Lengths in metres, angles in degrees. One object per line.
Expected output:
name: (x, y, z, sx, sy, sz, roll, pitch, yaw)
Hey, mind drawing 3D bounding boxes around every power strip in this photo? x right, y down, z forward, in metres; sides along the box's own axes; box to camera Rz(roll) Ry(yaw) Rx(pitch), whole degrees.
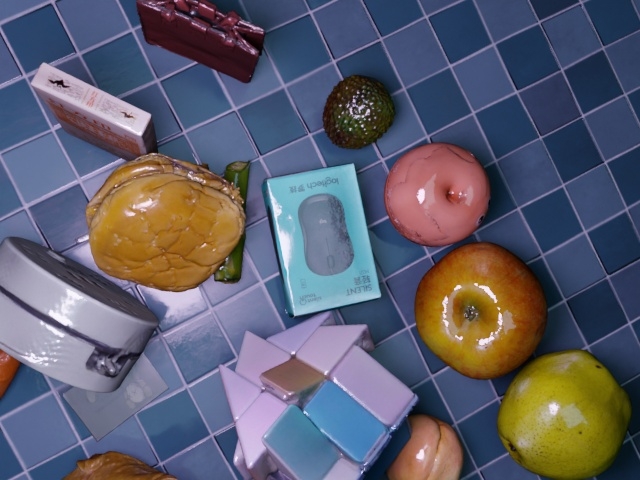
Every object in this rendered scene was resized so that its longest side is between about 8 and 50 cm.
power strip: (-0.482, 0.144, 1.390, 0.357, 0.357, 0.161, 32, 86, -7)

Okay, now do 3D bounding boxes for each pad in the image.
pad: (-0.442, 0.327, 1.567, 0.190, 0.004, 0.127, -36, 95, -8)

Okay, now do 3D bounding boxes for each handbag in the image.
handbag: (-0.239, -0.421, 1.477, 0.260, 0.275, 0.084, 23, 87, -7)

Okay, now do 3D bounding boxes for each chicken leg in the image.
chicken leg: (-0.324, 0.526, 1.456, 0.295, 0.409, 0.182, 34, 51, -41)

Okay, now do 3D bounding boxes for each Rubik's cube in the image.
Rubik's cube: (-0.007, 0.354, 1.472, 0.387, 0.368, 0.358, -46, 140, -27)

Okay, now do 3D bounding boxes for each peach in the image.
peach: (0.227, 0.471, 1.592, 0.184, 0.184, 0.184, 0, 89, -9)

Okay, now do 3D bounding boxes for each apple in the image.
apple: (0.352, 0.152, 1.568, 0.301, 0.301, 0.301, 0, 89, -9)

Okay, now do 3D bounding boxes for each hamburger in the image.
hamburger: (-0.312, -0.032, 1.451, 0.318, 0.318, 0.158, -14, 48, -9)

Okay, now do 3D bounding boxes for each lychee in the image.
lychee: (0.082, -0.277, 1.593, 0.171, 0.171, 0.171, 0, 89, -9)

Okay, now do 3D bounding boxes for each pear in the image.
pear: (0.531, 0.389, 1.594, 0.294, 0.294, 0.294, 0, 89, -9)

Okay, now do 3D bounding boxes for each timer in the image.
timer: (0.253, -0.099, 1.582, 0.229, 0.215, 0.229, 0, 89, -10)

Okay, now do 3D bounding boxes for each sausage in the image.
sausage: (-0.685, 0.289, 1.489, 0.089, 0.089, 0.179, 34, 93, -7)

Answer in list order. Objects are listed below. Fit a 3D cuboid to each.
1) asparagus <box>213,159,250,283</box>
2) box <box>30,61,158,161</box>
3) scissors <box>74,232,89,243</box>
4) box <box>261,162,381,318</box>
asparagus: (-0.194, -0.042, 1.586, 0.067, 0.060, 0.278, 3, 88, -15)
box: (-0.418, -0.225, 1.398, 0.204, 0.365, 0.051, 26, 81, -8)
scissors: (-0.426, -0.036, 1.568, 0.212, 0.021, 0.110, -21, 96, -9)
box: (0.000, 0.000, 1.589, 0.205, 0.118, 0.311, -11, 90, -8)
